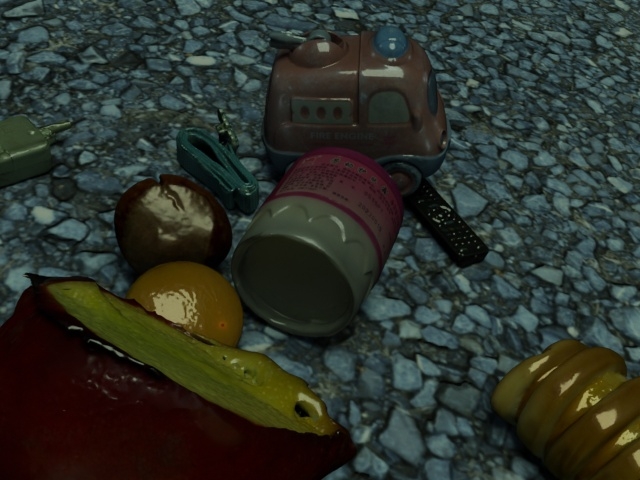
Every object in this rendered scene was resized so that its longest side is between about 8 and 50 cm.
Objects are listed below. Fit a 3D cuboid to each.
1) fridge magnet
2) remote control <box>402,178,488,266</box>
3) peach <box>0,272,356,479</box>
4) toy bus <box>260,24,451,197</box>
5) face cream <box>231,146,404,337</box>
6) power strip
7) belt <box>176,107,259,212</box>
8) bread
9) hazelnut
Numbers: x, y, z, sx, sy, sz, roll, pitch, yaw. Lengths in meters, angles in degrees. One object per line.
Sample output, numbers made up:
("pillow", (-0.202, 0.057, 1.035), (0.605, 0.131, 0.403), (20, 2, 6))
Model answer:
("fridge magnet", (-0.162, 0.092, 0.867), (0.143, 0.063, 0.143), (8, 62, -14))
("remote control", (0.169, -0.053, 1.146), (0.063, 0.025, 0.245), (-13, 48, -26))
("peach", (-0.157, 0.188, 0.693), (0.362, 0.201, 0.258), (25, 1, -8))
("toy bus", (0.052, -0.210, 1.112), (0.295, 0.231, 0.197), (1, 43, 6))
("face cream", (0.000, 0.000, 0.939), (0.175, 0.175, 0.195), (21, 42, 8))
("power strip", (-0.479, -0.114, 1.029), (0.288, 0.053, 0.093), (-25, 54, -35))
("belt", (-0.141, -0.115, 1.112), (0.100, 0.065, 0.179), (-29, 59, -26))
("bread", (0.352, 0.239, 0.815), (0.173, 0.121, 0.311), (-21, 54, -32))
("hazelnut", (-0.190, -0.014, 0.950), (0.154, 0.143, 0.143), (16, 42, -8))
